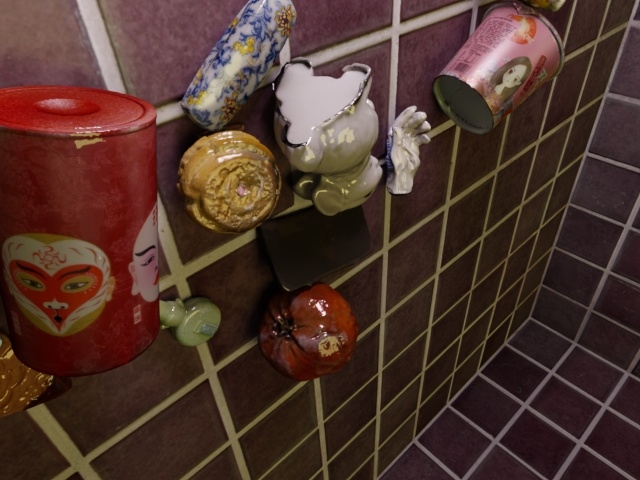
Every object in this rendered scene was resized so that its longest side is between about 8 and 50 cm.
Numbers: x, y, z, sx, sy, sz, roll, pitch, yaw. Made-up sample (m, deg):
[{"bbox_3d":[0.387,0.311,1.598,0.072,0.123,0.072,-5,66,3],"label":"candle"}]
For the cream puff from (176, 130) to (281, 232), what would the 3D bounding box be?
[{"bbox_3d":[-0.155,-0.102,0.808,0.189,0.129,0.189,-21,129,-28],"label":"cream puff"}]

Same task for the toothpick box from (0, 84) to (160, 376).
[{"bbox_3d":[-0.319,-0.013,0.625,0.204,0.204,0.333,-18,129,-41],"label":"toothpick box"}]

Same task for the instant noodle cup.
[{"bbox_3d":[0.428,-0.413,1.170,0.231,0.243,0.243,-47,143,-5],"label":"instant noodle cup"}]

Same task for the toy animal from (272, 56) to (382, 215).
[{"bbox_3d":[0.026,-0.169,0.937,0.258,0.193,0.357,-55,153,-20],"label":"toy animal"}]

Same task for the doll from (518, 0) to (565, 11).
[{"bbox_3d":[0.447,-0.614,1.055,0.111,0.252,0.237,-48,159,29],"label":"doll"}]

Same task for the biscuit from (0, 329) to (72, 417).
[{"bbox_3d":[-0.512,0.219,0.718,0.183,0.043,0.280,-55,141,2],"label":"biscuit"}]

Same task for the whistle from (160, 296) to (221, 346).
[{"bbox_3d":[-0.272,0.150,0.918,0.104,0.057,0.198,-56,145,-3],"label":"whistle"}]

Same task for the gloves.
[{"bbox_3d":[0.206,-0.220,1.165,0.119,0.097,0.229,-24,137,-43],"label":"gloves"}]

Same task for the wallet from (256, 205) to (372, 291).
[{"bbox_3d":[0.000,0.000,1.083,0.309,0.042,0.165,-22,98,-40],"label":"wallet"}]

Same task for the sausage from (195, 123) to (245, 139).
[{"bbox_3d":[-0.173,-0.189,0.818,0.100,0.015,0.015,-24,132,-37],"label":"sausage"}]

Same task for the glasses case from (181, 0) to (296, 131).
[{"bbox_3d":[-0.127,-0.288,0.755,0.248,0.065,0.087,-57,147,-1],"label":"glasses case"}]

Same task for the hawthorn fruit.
[{"bbox_3d":[-0.007,0.218,1.127,0.271,0.242,0.242,23,98,-53],"label":"hawthorn fruit"}]
